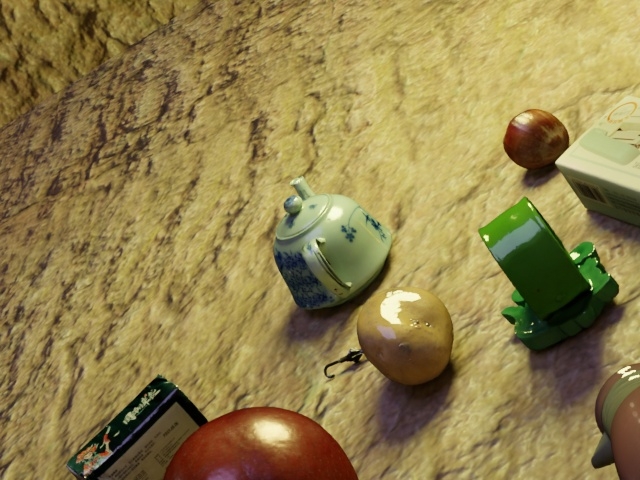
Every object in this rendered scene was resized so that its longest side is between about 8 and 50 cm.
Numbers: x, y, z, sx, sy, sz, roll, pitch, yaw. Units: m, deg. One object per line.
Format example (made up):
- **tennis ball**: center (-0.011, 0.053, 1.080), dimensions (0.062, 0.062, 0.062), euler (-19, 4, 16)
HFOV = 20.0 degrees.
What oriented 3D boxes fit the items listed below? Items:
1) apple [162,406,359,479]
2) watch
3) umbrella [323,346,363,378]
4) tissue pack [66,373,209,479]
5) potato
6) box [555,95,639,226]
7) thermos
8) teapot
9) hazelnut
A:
- **apple**: center (-0.061, 0.284, 1.879), dimensions (0.218, 0.218, 0.201), euler (-40, 29, -5)
- **watch**: center (0.234, 0.027, 2.009), dimensions (0.131, 0.152, 0.165), euler (-37, 25, 10)
- **umbrella**: center (0.065, 0.129, 2.224), dimensions (0.149, 0.022, 0.022), euler (-30, 67, 17)
- **tissue pack**: center (-0.225, 0.264, 2.288), dimensions (0.170, 0.103, 0.090), euler (-44, 31, -13)
- **potato**: center (0.100, 0.110, 2.107), dimensions (0.112, 0.112, 0.147), euler (-36, 32, 5)
- **box**: center (0.395, -0.084, 2.067), dimensions (0.135, 0.079, 0.269), euler (-42, 24, -9)
- **thermos**: center (0.336, 0.180, 1.608), dimensions (0.176, 0.146, 0.265), euler (-43, 18, 4)
- **teapot**: center (0.000, 0.000, 2.388), dimensions (0.159, 0.159, 0.232), euler (-33, 24, 11)
- **hazelnut**: center (0.277, -0.130, 2.327), dimensions (0.086, 0.086, 0.086), euler (-31, 25, 16)
